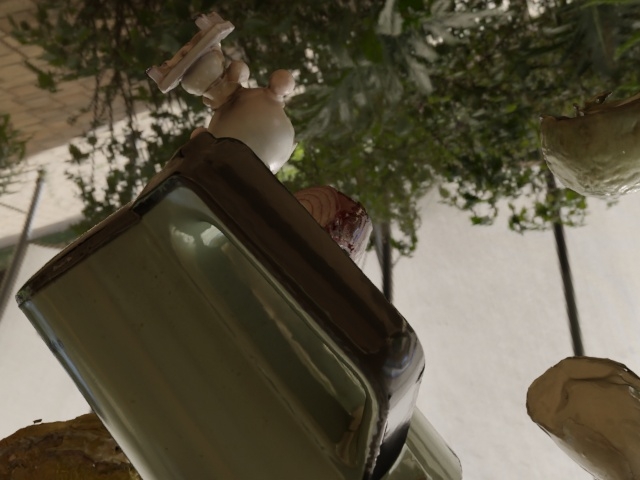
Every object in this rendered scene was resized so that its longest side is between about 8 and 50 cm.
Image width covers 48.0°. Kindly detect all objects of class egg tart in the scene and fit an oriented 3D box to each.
[{"bbox_3d":[-0.403,0.437,1.211,0.351,0.352,0.150,-17,-143,2],"label":"egg tart"}]

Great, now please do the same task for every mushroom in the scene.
[{"bbox_3d":[0.497,-0.160,1.140,0.267,0.164,0.189,-22,-169,-33],"label":"mushroom"}]

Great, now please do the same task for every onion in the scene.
[{"bbox_3d":[0.003,0.003,1.543,0.206,0.207,0.216,-35,-138,-10],"label":"onion"}]

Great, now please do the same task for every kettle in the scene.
[{"bbox_3d":[-0.050,0.119,0.621,0.250,0.377,0.361,-40,-173,-32],"label":"kettle"}]

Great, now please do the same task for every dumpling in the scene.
[{"bbox_3d":[0.640,0.390,1.538,0.260,0.181,0.341,-41,-146,-22],"label":"dumpling"}]

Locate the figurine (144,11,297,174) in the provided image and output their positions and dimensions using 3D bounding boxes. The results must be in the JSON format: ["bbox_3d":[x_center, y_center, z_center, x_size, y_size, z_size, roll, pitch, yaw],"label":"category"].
[{"bbox_3d":[-0.121,-0.194,1.053,0.182,0.257,0.144,-39,-173,2],"label":"figurine"}]
